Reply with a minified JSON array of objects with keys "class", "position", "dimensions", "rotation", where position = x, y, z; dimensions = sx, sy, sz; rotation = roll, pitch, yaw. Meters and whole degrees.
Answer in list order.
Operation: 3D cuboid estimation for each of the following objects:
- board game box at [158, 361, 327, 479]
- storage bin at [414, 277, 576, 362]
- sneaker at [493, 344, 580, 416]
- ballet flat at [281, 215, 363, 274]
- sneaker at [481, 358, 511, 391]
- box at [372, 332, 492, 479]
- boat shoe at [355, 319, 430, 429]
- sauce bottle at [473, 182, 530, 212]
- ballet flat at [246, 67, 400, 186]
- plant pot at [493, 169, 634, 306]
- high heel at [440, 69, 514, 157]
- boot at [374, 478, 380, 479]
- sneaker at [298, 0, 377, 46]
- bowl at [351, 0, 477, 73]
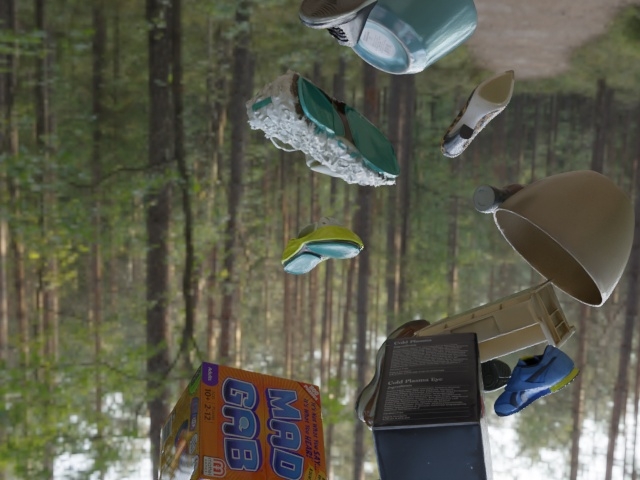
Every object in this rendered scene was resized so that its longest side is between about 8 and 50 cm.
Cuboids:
[{"class":"board game box","position":[-0.223,0.608,2.486],"dimensions":[0.356,0.356,0.356],"rotation":[16,-137,-21]},{"class":"storage bin","position":[0.353,0.188,1.825],"dimensions":[0.262,0.123,0.260],"rotation":[-23,175,23]},{"class":"sneaker","position":[0.369,0.248,1.618],"dimensions":[0.069,0.082,0.209],"rotation":[-40,175,-42]},{"class":"ballet flat","position":[0.000,0.000,1.577],"dimensions":[0.077,0.077,0.231],"rotation":[20,158,-25]},{"class":"sneaker","position":[0.329,0.310,2.128],"dimensions":[0.228,0.087,0.130],"rotation":[-6,-172,-10]},{"class":"box","position":[0.212,0.387,1.607],"dimensions":[0.179,0.343,0.312],"rotation":[-6,-159,10]},{"class":"boat shoe","position":[0.184,0.317,2.002],"dimensions":[0.123,0.324,0.120],"rotation":[-7,-136,-31]},{"class":"sauce bottle","position":[0.528,-0.089,2.333],"dimensions":[0.344,0.111,0.111],"rotation":[5,-175,-40]},{"class":"ballet flat","position":[0.003,-0.192,1.648],"dimensions":[0.147,0.147,0.409],"rotation":[7,168,33]},{"class":"plant pot","position":[0.521,-0.032,1.829],"dimensions":[0.284,0.191,0.284],"rotation":[44,175,5]},{"class":"high heel","position":[0.415,-0.339,2.412],"dimensions":[0.093,0.261,0.186],"rotation":[39,164,0]},{"class":"boot","position":[0.194,0.650,2.033],"dimensions":[0.295,0.211,0.104],"rotation":[15,140,-43]},{"class":"sneaker","position":[0.032,-0.409,1.701],"dimensions":[0.083,0.118,0.222],"rotation":[37,-137,20]},{"class":"bowl","position":[0.163,-0.476,1.939],"dimensions":[0.311,0.163,0.311],"rotation":[30,163,10]}]
